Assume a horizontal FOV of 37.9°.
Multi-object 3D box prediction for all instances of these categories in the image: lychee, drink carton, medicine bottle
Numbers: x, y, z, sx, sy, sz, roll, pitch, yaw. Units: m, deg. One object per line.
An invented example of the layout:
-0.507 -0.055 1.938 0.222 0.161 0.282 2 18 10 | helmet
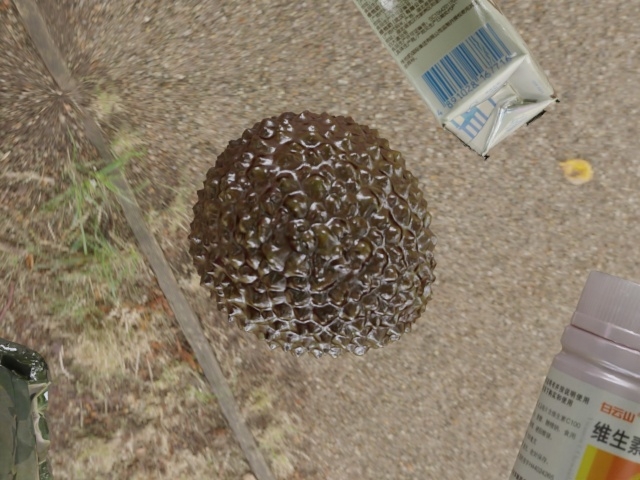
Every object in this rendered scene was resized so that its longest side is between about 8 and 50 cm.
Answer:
0.000 0.000 0.671 0.188 0.188 0.188 -2 99 -15 | lychee
0.140 -0.275 1.148 0.132 0.194 0.324 -38 70 14 | drink carton
0.257 0.162 0.829 0.133 0.133 0.249 20 91 -18 | medicine bottle

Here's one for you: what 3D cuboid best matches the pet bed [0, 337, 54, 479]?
-0.231 0.143 0.490 0.183 0.159 0.211 -4 133 -17 | pet bed
